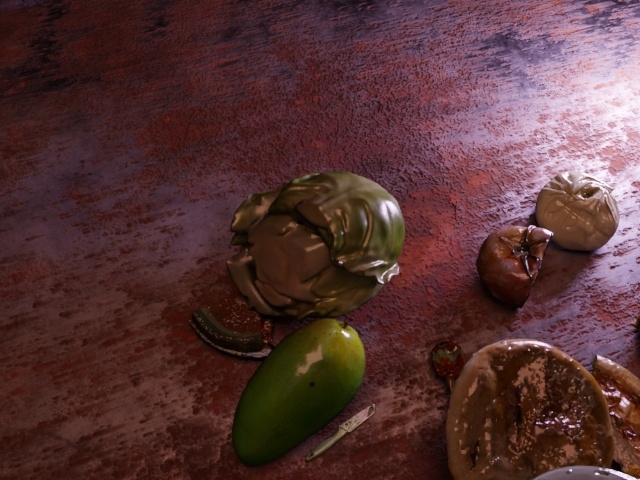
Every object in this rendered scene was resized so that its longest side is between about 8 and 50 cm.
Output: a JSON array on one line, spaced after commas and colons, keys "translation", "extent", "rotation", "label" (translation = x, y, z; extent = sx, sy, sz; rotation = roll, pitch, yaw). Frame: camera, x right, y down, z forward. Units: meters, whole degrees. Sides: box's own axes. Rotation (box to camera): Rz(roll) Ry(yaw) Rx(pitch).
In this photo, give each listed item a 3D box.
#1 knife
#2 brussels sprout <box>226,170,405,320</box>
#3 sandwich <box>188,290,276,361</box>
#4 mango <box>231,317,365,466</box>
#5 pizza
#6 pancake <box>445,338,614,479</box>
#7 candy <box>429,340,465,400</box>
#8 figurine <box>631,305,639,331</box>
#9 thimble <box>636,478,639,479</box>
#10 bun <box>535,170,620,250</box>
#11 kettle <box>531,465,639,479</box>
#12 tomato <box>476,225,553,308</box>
[{"translation": [0.047, 0.442, 1.422], "extent": [0.207, 0.014, 0.030], "rotation": [-31, 63, -19], "label": "knife"}, {"translation": [0.013, 0.004, 1.514], "extent": [0.426, 0.342, 0.361], "rotation": [1, 12, 41], "label": "brussels sprout"}, {"translation": [-0.200, 0.216, 1.525], "extent": [0.235, 0.079, 0.159], "rotation": [34, 64, 20], "label": "sandwich"}, {"translation": [-0.051, 0.340, 1.373], "extent": [0.201, 0.225, 0.382], "rotation": [37, 84, 26], "label": "mango"}, {"translation": [0.716, 0.423, 1.389], "extent": [0.182, 0.073, 0.365], "rotation": [-11, 57, -17], "label": "pizza"}, {"translation": [0.431, 0.384, 1.256], "extent": [0.387, 0.082, 0.386], "rotation": [4, 69, -10], "label": "pancake"}, {"translation": [0.308, 0.374, 1.433], "extent": [0.078, 0.084, 0.287], "rotation": [0, 65, -4], "label": "candy"}, {"translation": [0.856, 0.250, 1.461], "extent": [0.190, 0.142, 0.263], "rotation": [-23, 58, 14], "label": "figurine"}, {"translation": [0.660, 0.590, 1.245], "extent": [0.229, 0.148, 0.195], "rotation": [-3, 59, 1], "label": "thimble"}, {"translation": [0.701, -0.091, 1.672], "extent": [0.230, 0.145, 0.229], "rotation": [2, 59, -3], "label": "bun"}, {"translation": [0.439, 0.642, 1.046], "extent": [0.361, 0.376, 0.250], "rotation": [-24, 23, -26], "label": "kettle"}, {"translation": [0.480, 0.052, 1.567], "extent": [0.155, 0.180, 0.214], "rotation": [19, 56, 18], "label": "tomato"}]
